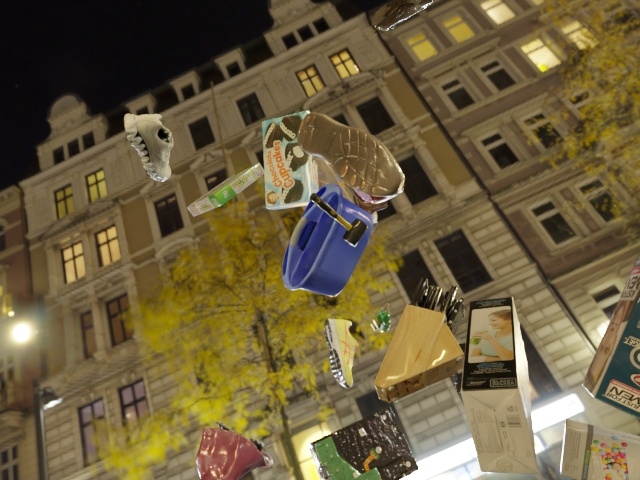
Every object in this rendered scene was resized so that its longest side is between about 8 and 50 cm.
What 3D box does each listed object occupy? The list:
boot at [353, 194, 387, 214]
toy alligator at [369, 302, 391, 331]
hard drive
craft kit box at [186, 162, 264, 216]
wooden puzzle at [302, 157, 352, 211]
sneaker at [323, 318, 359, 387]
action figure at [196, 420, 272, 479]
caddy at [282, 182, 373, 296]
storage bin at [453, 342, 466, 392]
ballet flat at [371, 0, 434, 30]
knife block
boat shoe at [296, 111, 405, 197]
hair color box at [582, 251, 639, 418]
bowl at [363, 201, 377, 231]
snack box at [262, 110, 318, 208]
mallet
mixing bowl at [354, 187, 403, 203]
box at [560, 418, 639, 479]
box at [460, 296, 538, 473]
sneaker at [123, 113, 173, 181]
[{"bbox_3d":[0.196,-0.153,1.883,0.114,0.106,0.037,-31,4,-10],"label":"boot"},{"bbox_3d":[0.191,0.239,1.447,0.056,0.051,0.189,-32,-19,-18],"label":"toy alligator"},{"bbox_3d":[0.151,0.762,1.706,0.339,0.236,0.064,-14,-25,-27],"label":"hard drive"},{"bbox_3d":[-0.374,-0.200,1.920,0.250,0.061,0.247,-44,17,-35],"label":"craft kit box"},{"bbox_3d":[-0.033,-0.264,2.032,0.080,0.347,0.322,-39,16,-32],"label":"wooden puzzle"},{"bbox_3d":[0.077,0.330,1.449,0.094,0.208,0.081,-4,-19,-21],"label":"sneaker"},{"bbox_3d":[-0.344,0.776,1.509,0.248,0.370,0.275,9,-36,22],"label":"action figure"},{"bbox_3d":[0.000,0.000,1.446,0.179,0.241,0.341,23,-83,-24],"label":"caddy"},{"bbox_3d":[0.451,0.339,1.301,0.180,0.084,0.122,-9,15,24],"label":"storage bin"},{"bbox_3d":[0.246,-0.638,1.317,0.058,0.084,0.250,23,-24,-37],"label":"ballet flat"},{"bbox_3d":[0.219,0.212,1.133,0.276,0.242,0.088,-23,-43,-2],"label":"knife block"},{"bbox_3d":[0.081,-0.199,1.116,0.116,0.324,0.123,9,-61,-49],"label":"boat shoe"},{"bbox_3d":[0.697,0.192,1.050,0.347,0.105,0.174,-68,-22,1],"label":"hair color box"},{"bbox_3d":[0.177,-0.068,1.954,0.170,0.080,0.170,-39,-25,-22],"label":"bowl"},{"bbox_3d":[-0.108,-0.279,1.713,0.187,0.321,0.060,-7,-8,24],"label":"snack box"},{"bbox_3d":[0.033,-0.043,1.085,0.190,0.039,0.062,27,-89,-43],"label":"mallet"},{"bbox_3d":[0.164,-0.185,1.555,0.098,0.181,0.181,-45,-27,-12],"label":"mixing bowl"},{"bbox_3d":[0.667,0.506,1.127,0.186,0.145,0.038,6,21,26],"label":"box"},{"bbox_3d":[0.320,0.243,0.869,0.087,0.169,0.290,-11,19,24],"label":"box"},{"bbox_3d":[-0.526,-0.295,1.565,0.118,0.110,0.292,-15,-27,-5],"label":"sneaker"}]
